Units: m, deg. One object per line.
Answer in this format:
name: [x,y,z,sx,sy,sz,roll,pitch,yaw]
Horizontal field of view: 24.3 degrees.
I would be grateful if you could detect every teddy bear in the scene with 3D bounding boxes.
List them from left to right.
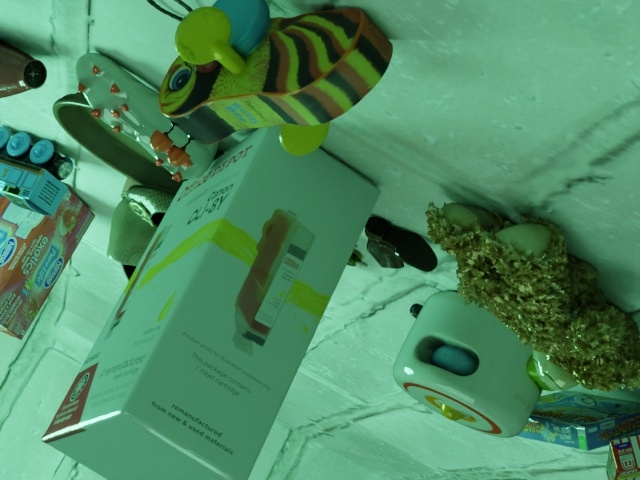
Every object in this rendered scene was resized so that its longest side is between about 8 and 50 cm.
teddy bear: [0.234,0.071,1.620,0.245,0.113,0.338,22,165,29]

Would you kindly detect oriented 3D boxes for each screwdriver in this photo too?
screwdriver: [0.189,0.128,2.105,0.170,0.025,0.024,26,168,-34]

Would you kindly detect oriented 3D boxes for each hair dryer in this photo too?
hair dryer: [-0.469,-0.249,1.839,0.293,0.080,0.223,26,165,6]

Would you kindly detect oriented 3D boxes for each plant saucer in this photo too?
plant saucer: [-0.215,-0.117,1.922,0.278,0.041,0.278,26,166,7]

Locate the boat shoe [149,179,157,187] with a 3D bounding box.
boat shoe: [-0.199,-0.067,2.082,0.100,0.035,0.035,25,164,-16]

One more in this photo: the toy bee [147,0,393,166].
toy bee: [-0.075,-0.134,1.359,0.195,0.162,0.298,32,165,-23]

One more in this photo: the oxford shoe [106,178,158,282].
oxford shoe: [-0.232,0.038,2.279,0.140,0.146,0.397,20,164,26]

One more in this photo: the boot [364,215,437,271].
boot: [0.099,0.019,1.831,0.106,0.037,0.114,37,166,16]

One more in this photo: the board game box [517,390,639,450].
board game box: [0.345,0.242,2.018,0.136,0.035,0.201,-10,-174,-31]

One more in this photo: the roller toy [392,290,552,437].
roller toy: [0.198,0.169,1.956,0.191,0.146,0.209,31,166,-12]

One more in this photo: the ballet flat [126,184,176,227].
ballet flat: [-0.162,-0.011,1.997,0.250,0.058,0.084,23,165,20]

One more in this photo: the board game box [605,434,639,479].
board game box: [0.454,0.287,1.959,0.147,0.045,0.193,-13,159,5]

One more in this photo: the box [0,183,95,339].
box: [-0.511,0.020,2.500,0.128,0.257,0.122,20,163,27]

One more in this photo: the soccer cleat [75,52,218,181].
soccer cleat: [-0.205,-0.150,1.748,0.196,0.076,0.068,43,130,-6]

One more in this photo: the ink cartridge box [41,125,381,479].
ink cartridge box: [-0.125,0.086,1.691,0.160,0.384,0.279,34,153,-16]

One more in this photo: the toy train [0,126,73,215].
toy train: [-0.459,-0.106,2.271,0.184,0.105,0.080,17,162,34]

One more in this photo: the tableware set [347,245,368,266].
tableware set: [0.000,0.000,1.973,0.104,0.024,0.154,22,165,22]
